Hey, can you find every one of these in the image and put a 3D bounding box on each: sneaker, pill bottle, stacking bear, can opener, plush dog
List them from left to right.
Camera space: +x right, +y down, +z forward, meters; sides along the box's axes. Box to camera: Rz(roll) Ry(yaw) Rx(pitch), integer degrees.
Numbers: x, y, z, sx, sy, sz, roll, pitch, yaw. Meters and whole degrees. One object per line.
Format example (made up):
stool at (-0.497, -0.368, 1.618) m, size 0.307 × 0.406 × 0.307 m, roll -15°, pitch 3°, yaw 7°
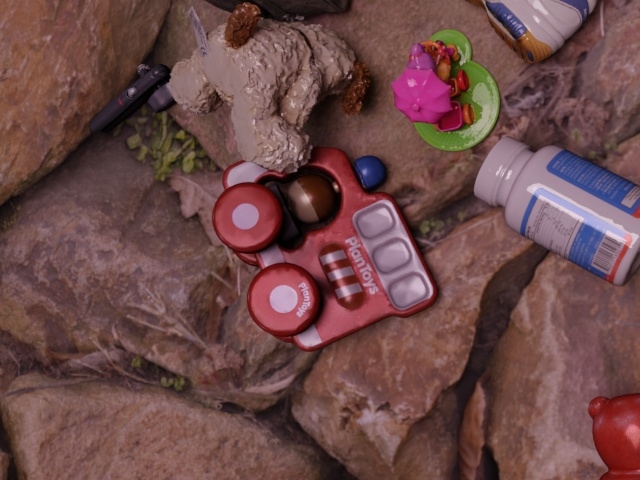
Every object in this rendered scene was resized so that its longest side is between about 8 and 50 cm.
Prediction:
can opener at (-0.308, -0.226, 1.553) m, size 0.186 × 0.059 × 0.073 m, roll -28°, pitch 78°, yaw 23°
plush dog at (-0.053, -0.247, 1.344) m, size 0.262 × 0.225 × 0.211 m, roll 39°, pitch 130°, yaw 30°
sneaker at (0.241, -0.375, 1.275) m, size 0.131 × 0.112 × 0.296 m, roll -39°, pitch 76°, yaw 4°
pill bottle at (0.312, -0.046, 1.212) m, size 0.221 × 0.124 × 0.124 m, roll 32°, pitch 103°, yaw 23°
stacking bear at (0.402, 0.327, 1.154) m, size 0.175 × 0.164 × 0.289 m, roll -13°, pitch 79°, yaw 25°

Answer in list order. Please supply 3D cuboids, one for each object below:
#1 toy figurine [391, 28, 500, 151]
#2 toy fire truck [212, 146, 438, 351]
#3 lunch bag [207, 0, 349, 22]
toy figurine at (0.152, -0.212, 1.272) m, size 0.130 × 0.159 × 0.173 m, roll -8°, pitch 85°, yaw 26°
toy fire truck at (0.000, 0.000, 1.363) m, size 0.253 × 0.169 × 0.302 m, roll -24°, pitch 79°, yaw 0°
lunch bag at (-0.115, -0.429, 1.331) m, size 0.256 × 0.305 × 0.213 m, roll 3°, pitch 88°, yaw 23°
